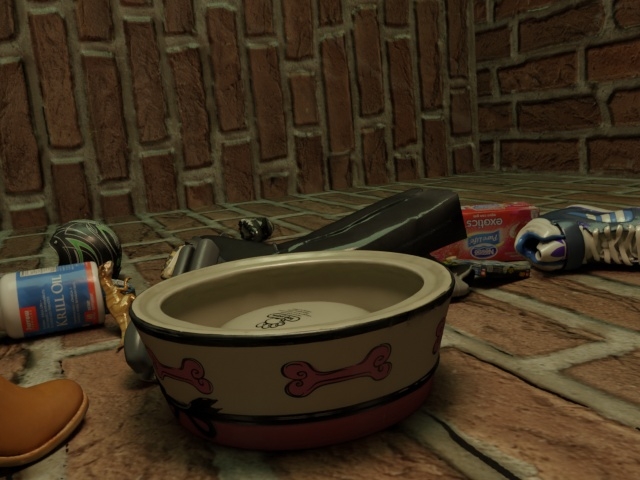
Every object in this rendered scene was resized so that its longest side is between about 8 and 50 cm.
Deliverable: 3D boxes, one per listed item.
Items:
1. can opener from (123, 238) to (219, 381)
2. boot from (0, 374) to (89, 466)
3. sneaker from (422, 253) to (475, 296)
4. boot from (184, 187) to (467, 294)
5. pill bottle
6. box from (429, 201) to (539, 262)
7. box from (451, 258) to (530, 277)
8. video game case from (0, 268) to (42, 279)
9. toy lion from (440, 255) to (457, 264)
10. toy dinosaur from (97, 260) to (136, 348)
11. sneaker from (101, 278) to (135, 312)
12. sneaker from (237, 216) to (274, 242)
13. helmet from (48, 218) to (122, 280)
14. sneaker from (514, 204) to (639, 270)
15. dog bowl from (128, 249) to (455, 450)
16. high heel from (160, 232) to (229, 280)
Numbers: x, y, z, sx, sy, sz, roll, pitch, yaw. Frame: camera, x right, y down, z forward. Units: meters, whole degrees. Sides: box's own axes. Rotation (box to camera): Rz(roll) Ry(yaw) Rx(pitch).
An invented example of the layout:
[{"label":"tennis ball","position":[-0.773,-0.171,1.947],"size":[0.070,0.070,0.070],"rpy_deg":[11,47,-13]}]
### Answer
[{"label":"can opener","position":[-0.228,0.092,1.004],"size":[0.076,0.095,0.283],"rpy_deg":[-18,39,21]},{"label":"boot","position":[-0.389,0.143,0.698],"size":[0.109,0.220,0.283],"rpy_deg":[3,12,39]},{"label":"sneaker","position":[0.233,0.066,1.277],"size":[0.132,0.086,0.229],"rpy_deg":[-1,20,-7]},{"label":"boot","position":[0.001,0.001,1.243],"size":[0.445,0.146,0.367],"rpy_deg":[-28,31,-21]},{"label":"pill bottle","position":[-0.525,0.115,1.204],"size":[0.221,0.124,0.124],"rpy_deg":[-10,11,-22]},{"label":"box","position":[0.375,-0.018,1.522],"size":[0.256,0.123,0.128],"rpy_deg":[-4,10,3]},{"label":"box","position":[0.347,0.057,1.315],"size":[0.137,0.027,0.094],"rpy_deg":[3,4,-35]},{"label":"video game case","position":[-0.856,0.114,1.657],"size":[0.285,0.025,0.204],"rpy_deg":[-5,10,0]},{"label":"toy lion","position":[0.251,0.065,1.392],"size":[0.096,0.034,0.100],"rpy_deg":[-11,9,11]},{"label":"toy dinosaur","position":[-0.356,0.132,1.171],"size":[0.112,0.064,0.211],"rpy_deg":[9,37,-43]},{"label":"sneaker","position":[-0.482,0.119,1.334],"size":[0.190,0.071,0.083],"rpy_deg":[-8,5,-21]},{"label":"sneaker","position":[-0.195,-0.037,2.039],"size":[0.106,0.078,0.234],"rpy_deg":[-10,9,-13]},{"label":"helmet","position":[-0.589,0.027,1.624],"size":[0.169,0.162,0.169],"rpy_deg":[-5,10,1]},{"label":"sneaker","position":[0.556,0.015,1.305],"size":[0.236,0.130,0.322],"rpy_deg":[-22,22,-30]},{"label":"dog bowl","position":[-0.029,0.125,0.837],"size":[0.407,0.151,0.408],"rpy_deg":[-4,11,1]},{"label":"high heel","position":[-0.361,0.064,1.615],"size":[0.186,0.093,0.261],"rpy_deg":[-20,10,30]}]
